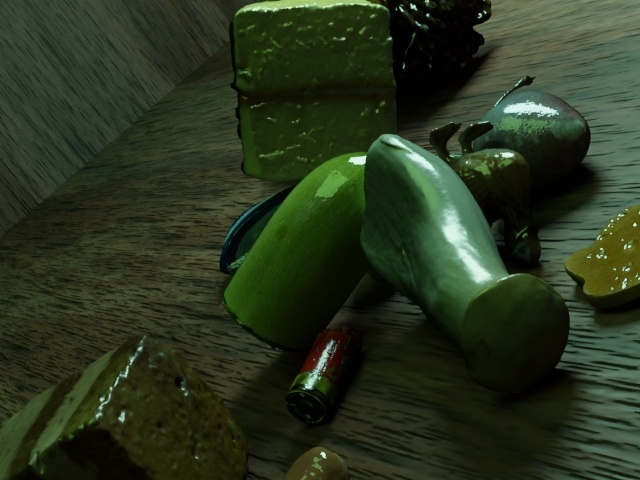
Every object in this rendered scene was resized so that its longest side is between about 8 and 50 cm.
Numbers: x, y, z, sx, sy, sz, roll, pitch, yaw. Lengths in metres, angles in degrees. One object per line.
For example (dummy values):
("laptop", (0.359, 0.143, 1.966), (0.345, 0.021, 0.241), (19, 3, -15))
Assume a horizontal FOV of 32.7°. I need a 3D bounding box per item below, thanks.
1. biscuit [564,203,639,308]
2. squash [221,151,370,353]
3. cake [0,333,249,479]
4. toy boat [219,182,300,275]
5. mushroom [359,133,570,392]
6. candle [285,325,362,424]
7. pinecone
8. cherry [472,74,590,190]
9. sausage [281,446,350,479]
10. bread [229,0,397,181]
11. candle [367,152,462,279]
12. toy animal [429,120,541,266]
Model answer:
("biscuit", (0.285, 0.016, 1.029), (0.118, 0.023, 0.140), (-18, 28, 43))
("squash", (0.000, 0.000, 1.262), (0.247, 0.132, 0.132), (-57, 15, 16))
("cake", (-0.240, 0.263, 1.126), (0.293, 0.196, 0.199), (-35, 18, 19))
("toy boat", (-0.034, -0.011, 1.574), (0.220, 0.067, 0.291), (-41, 23, -14))
("mushroom", (0.124, 0.019, 1.066), (0.122, 0.159, 0.329), (-32, 29, -1))
("candle", (0.008, 0.137, 1.183), (0.052, 0.052, 0.131), (-22, 23, 36))
("pinecone", (0.131, -0.353, 1.807), (0.292, 0.246, 0.246), (-30, 19, 44))
("cherry", (0.264, -0.135, 1.276), (0.188, 0.115, 0.148), (-42, 0, -29))
("sausage", (-0.079, 0.310, 0.902), (0.326, 0.079, 0.087), (-47, 33, -23))
("bread", (-0.030, -0.237, 1.649), (0.236, 0.264, 0.198), (-9, 18, -16))
("candle", (0.111, -0.039, 1.376), (0.192, 0.068, 0.168), (-36, 24, 0))
("toy animal", (0.171, -0.035, 1.204), (0.089, 0.179, 0.188), (-11, -18, -32))
